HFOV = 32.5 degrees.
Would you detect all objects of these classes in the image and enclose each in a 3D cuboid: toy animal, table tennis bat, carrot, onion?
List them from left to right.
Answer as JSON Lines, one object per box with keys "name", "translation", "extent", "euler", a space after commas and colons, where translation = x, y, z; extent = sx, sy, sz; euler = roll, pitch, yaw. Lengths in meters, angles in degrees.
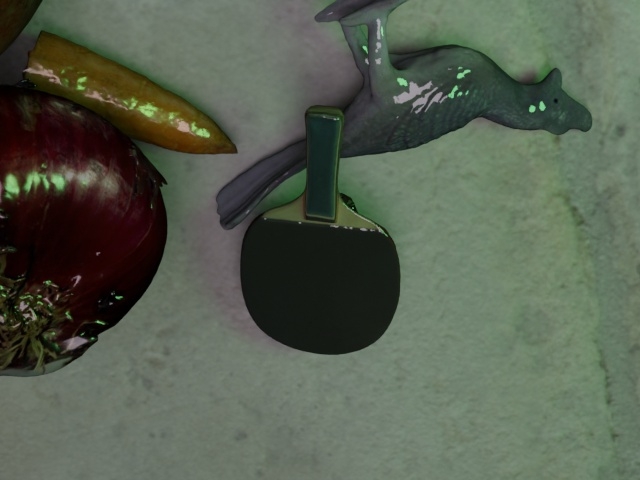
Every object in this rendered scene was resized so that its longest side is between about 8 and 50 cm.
{"name": "onion", "translation": [-0.283, -0.011, 0.940], "extent": [0.314, 0.232, 0.314], "euler": [-13, 146, -9]}
{"name": "carrot", "translation": [-0.168, -0.118, 0.988], "extent": [0.205, 0.072, 0.072], "euler": [23, 109, -15]}
{"name": "table tennis bat", "translation": [0.000, 0.000, 1.009], "extent": [0.154, 0.021, 0.274], "euler": [7, 126, 6]}
{"name": "toy animal", "translation": [0.061, -0.134, 0.980], "extent": [0.367, 0.081, 0.205], "euler": [-15, 128, 1]}

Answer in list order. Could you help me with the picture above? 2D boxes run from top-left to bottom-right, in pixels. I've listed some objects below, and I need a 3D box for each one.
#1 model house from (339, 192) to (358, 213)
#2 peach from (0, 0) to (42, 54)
{"name": "model house", "translation": [0.019, 0.005, 1.058], "extent": [0.057, 0.058, 0.083], "euler": [-15, 114, 24]}
{"name": "peach", "translation": [-0.319, -0.233, 0.838], "extent": [0.252, 0.252, 0.252], "euler": [-1, 112, -3]}
